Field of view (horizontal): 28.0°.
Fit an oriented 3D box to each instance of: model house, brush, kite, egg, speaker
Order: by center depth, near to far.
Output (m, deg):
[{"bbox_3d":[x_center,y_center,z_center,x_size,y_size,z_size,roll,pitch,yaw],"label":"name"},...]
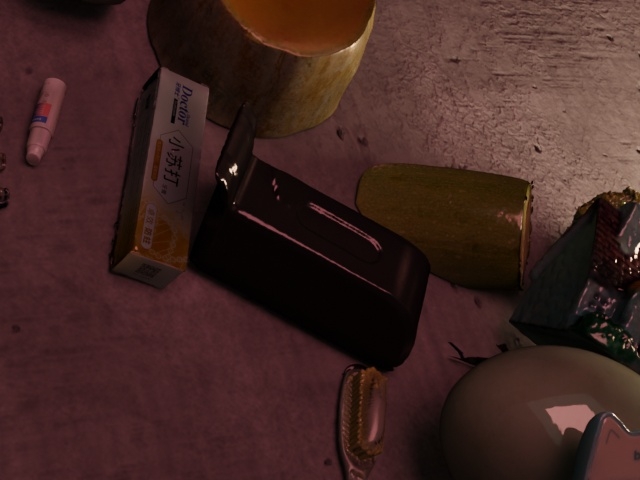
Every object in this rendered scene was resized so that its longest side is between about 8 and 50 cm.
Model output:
[{"bbox_3d":[0.060,0.287,1.696,0.068,0.060,0.297,21,53,-23],"label":"brush"},{"bbox_3d":[0.337,0.286,1.728,0.388,0.276,0.276,22,53,-24],"label":"egg"},{"bbox_3d":[0.000,0.000,1.749,0.388,0.184,0.180,29,51,-16],"label":"speaker"},{"bbox_3d":[0.279,0.180,1.860,0.160,0.182,0.010,53,43,-58],"label":"kite"},{"bbox_3d":[0.480,0.099,1.901,0.280,0.230,0.249,38,78,-20],"label":"model house"}]

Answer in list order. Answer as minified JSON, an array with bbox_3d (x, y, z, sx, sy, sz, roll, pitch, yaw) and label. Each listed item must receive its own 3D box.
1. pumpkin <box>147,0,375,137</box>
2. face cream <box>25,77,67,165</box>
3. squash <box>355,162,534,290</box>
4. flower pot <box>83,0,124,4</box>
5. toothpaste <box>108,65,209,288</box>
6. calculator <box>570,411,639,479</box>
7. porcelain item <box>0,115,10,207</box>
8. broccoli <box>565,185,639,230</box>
[{"bbox_3d":[-0.067,-0.338,1.906,0.332,0.199,0.332,18,53,-25],"label":"pumpkin"},{"bbox_3d":[-0.369,-0.158,1.711,0.034,0.034,0.130,21,55,-20],"label":"face cream"},{"bbox_3d":[0.195,-0.023,1.992,0.260,0.189,0.189,4,53,12],"label":"squash"},{"bbox_3d":[-0.321,-0.456,1.787,0.195,0.246,0.246,26,52,-18],"label":"flower pot"},{"bbox_3d":[-0.217,-0.089,1.746,0.089,0.071,0.313,21,53,-25],"label":"toothpaste"},{"bbox_3d":[0.398,0.402,1.566,0.256,0.054,0.387,4,85,-29],"label":"calculator"},{"bbox_3d":[-0.441,-0.104,1.641,0.075,0.021,0.136,4,61,-30],"label":"porcelain item"},{"bbox_3d":[0.500,0.014,2.059,0.226,0.176,0.198,7,90,3],"label":"broccoli"}]
